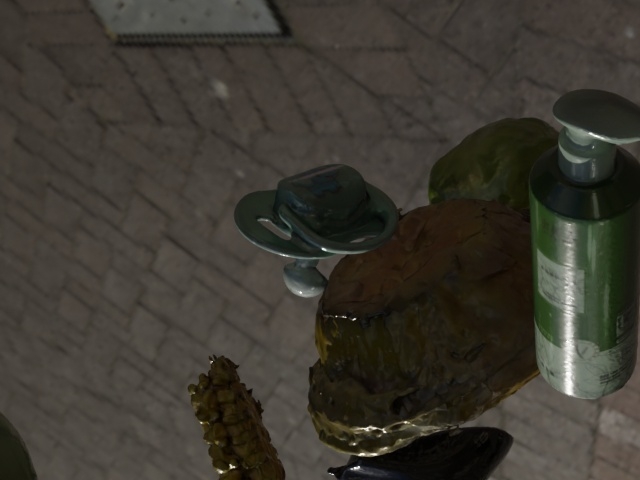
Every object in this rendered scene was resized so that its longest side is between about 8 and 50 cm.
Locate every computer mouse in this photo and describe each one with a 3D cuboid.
[{"bbox_3d":[0.142,0.320,1.817,0.264,0.088,0.147,-5,149,-4],"label":"computer mouse"}]

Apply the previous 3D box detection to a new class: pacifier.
[{"bbox_3d":[0.000,0.000,1.125,0.127,0.150,0.116,28,125,31],"label":"pacifier"}]

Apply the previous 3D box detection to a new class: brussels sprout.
[{"bbox_3d":[0.227,-0.040,1.563,0.161,0.223,0.223,-2,134,51],"label":"brussels sprout"}]

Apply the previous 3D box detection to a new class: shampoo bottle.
[{"bbox_3d":[0.146,0.003,0.717,0.065,0.065,0.204,19,144,26],"label":"shampoo bottle"}]

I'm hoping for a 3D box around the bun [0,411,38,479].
[{"bbox_3d":[-0.422,0.280,1.297,0.187,0.293,0.293,6,140,40],"label":"bun"}]

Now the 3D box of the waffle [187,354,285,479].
[{"bbox_3d":[-0.102,0.240,1.630,0.197,0.070,0.193,-112,-2,-52],"label":"waffle"}]

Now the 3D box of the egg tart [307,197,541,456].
[{"bbox_3d":[0.111,0.061,1.325,0.352,0.352,0.150,-10,124,52],"label":"egg tart"}]
